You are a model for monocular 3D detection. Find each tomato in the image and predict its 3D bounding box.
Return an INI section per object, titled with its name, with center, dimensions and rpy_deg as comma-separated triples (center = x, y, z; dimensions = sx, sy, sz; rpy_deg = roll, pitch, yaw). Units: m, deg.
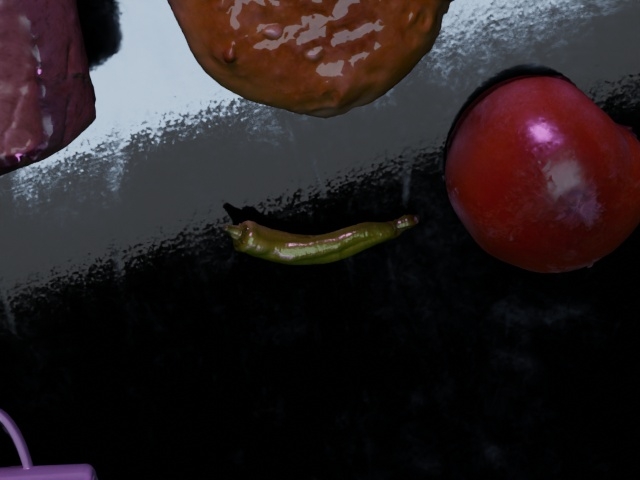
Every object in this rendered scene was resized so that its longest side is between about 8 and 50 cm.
[tomato]
center = 0.236, -0.048, 1.179
dimensions = 0.228, 0.112, 0.199
rpy_deg = 31, 108, -13

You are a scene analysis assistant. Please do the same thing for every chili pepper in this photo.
[chili pepper]
center = 0.000, 0.001, 1.219
dimensions = 0.208, 0.043, 0.049
rpy_deg = -2, 87, -9

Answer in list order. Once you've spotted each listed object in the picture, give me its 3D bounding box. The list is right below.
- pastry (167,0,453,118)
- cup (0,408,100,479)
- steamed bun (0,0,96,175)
[pastry]
center = -0.004, -0.277, 1.021
dimensions = 0.284, 0.184, 0.316
rpy_deg = 13, 110, -17
[cup]
center = -0.343, 0.302, 1.246
dimensions = 0.202, 0.167, 0.221
rpy_deg = -5, 115, -6
[steamed bun]
center = -0.346, -0.181, 1.026
dimensions = 0.301, 0.199, 0.252
rpy_deg = -2, 118, 13
